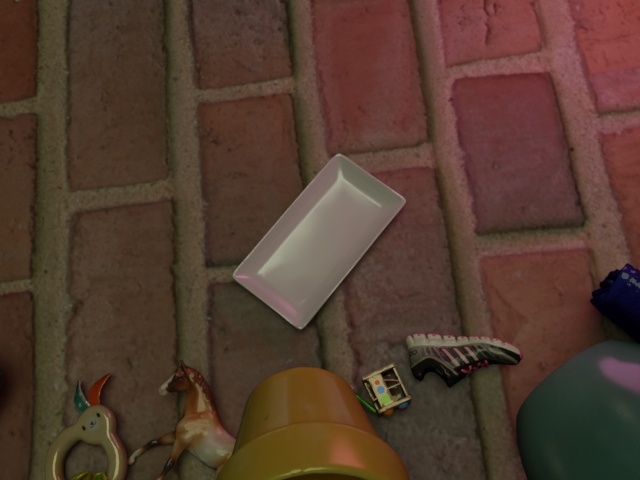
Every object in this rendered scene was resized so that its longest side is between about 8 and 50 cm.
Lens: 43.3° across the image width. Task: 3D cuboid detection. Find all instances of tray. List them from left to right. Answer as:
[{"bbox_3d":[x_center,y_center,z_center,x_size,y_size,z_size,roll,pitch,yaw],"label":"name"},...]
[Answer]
[{"bbox_3d":[0.000,0.000,1.275,0.145,0.030,0.270,36,77,16],"label":"tray"}]

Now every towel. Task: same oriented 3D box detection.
[{"bbox_3d":[0.506,0.153,1.086,0.308,0.228,0.076,39,96,15],"label":"towel"}]

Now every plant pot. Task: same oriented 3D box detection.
[{"bbox_3d":[-0.017,0.301,1.042,0.254,0.254,0.239,-13,30,0],"label":"plant pot"},{"bbox_3d":[0.393,0.269,1.024,0.293,0.293,0.235,-30,56,-6],"label":"plant pot"}]

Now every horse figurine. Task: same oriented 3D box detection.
[{"bbox_3d":[-0.163,0.322,1.156,0.263,0.066,0.174,41,84,18],"label":"horse figurine"}]

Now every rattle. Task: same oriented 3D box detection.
[{"bbox_3d":[-0.353,0.284,1.148,0.130,0.143,0.199,1,77,29],"label":"rattle"}]

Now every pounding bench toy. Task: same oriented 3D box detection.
[{"bbox_3d":[0.084,0.229,1.176,0.083,0.052,0.065,-24,71,-4],"label":"pounding bench toy"}]

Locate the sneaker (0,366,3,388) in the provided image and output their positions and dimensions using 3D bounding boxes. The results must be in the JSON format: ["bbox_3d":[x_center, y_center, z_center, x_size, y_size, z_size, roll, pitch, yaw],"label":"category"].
[{"bbox_3d":[-0.604,0.298,1.183,0.146,0.134,0.343,21,76,37],"label":"sneaker"}]

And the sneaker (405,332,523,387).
[{"bbox_3d":[0.208,0.180,1.180,0.171,0.063,0.074,2,70,10],"label":"sneaker"}]
